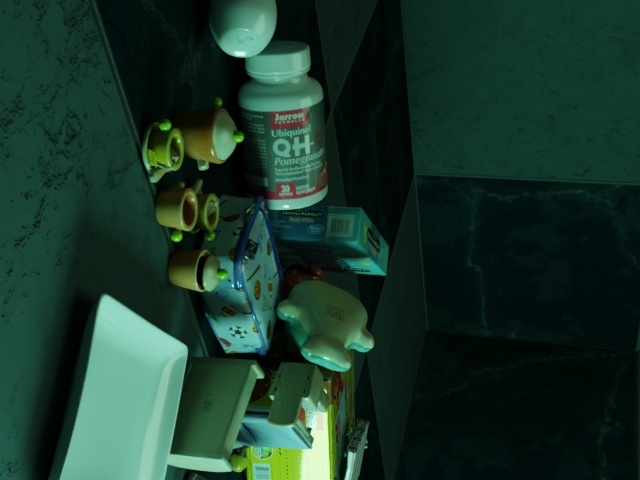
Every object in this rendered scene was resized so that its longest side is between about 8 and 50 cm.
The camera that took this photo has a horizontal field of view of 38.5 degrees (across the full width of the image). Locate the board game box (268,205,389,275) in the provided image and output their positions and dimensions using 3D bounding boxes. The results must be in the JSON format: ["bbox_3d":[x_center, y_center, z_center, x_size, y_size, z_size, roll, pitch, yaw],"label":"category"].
[{"bbox_3d":[0.000,0.000,2.072,0.336,0.253,0.079,45,50,-70],"label":"board game box"}]

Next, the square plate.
[{"bbox_3d":[-0.311,0.288,1.401,0.347,0.049,0.344,56,41,-66],"label":"square plate"}]

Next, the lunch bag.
[{"bbox_3d":[-0.149,0.061,1.819,0.243,0.114,0.303,-73,161,-45],"label":"lunch bag"}]

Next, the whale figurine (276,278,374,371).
[{"bbox_3d":[0.001,0.193,1.867,0.272,0.216,0.141,-92,-153,-65],"label":"whale figurine"}]

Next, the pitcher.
[{"bbox_3d":[-0.157,-0.457,1.680,0.177,0.125,0.207,33,49,-49],"label":"pitcher"}]

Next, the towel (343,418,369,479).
[{"bbox_3d":[0.069,0.492,2.025,0.197,0.029,0.144,-40,140,-74],"label":"towel"}]

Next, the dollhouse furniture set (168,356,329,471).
[{"bbox_3d":[-0.111,0.384,1.708,0.303,0.286,0.198,62,36,-46],"label":"dollhouse furniture set"}]

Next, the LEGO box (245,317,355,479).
[{"bbox_3d":[-0.035,0.452,2.099,0.372,0.193,0.501,-64,154,-69],"label":"LEGO box"}]

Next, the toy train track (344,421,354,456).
[{"bbox_3d":[0.061,0.443,2.048,0.048,0.014,0.083,91,12,-48],"label":"toy train track"}]

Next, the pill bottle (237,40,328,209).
[{"bbox_3d":[-0.078,-0.238,1.875,0.176,0.176,0.319,-57,147,-60],"label":"pill bottle"}]

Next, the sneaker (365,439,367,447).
[{"bbox_3d":[0.097,0.490,2.252,0.083,0.031,0.035,-34,112,-86],"label":"sneaker"}]

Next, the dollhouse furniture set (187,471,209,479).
[{"bbox_3d":[-0.225,0.586,1.709,0.242,0.161,0.212,-58,156,-15],"label":"dollhouse furniture set"}]

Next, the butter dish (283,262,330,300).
[{"bbox_3d":[-0.038,0.106,2.095,0.118,0.159,0.160,-56,176,24],"label":"butter dish"}]

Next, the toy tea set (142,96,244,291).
[{"bbox_3d":[-0.197,-0.074,1.580,0.200,0.124,0.336,-63,152,-56],"label":"toy tea set"}]
